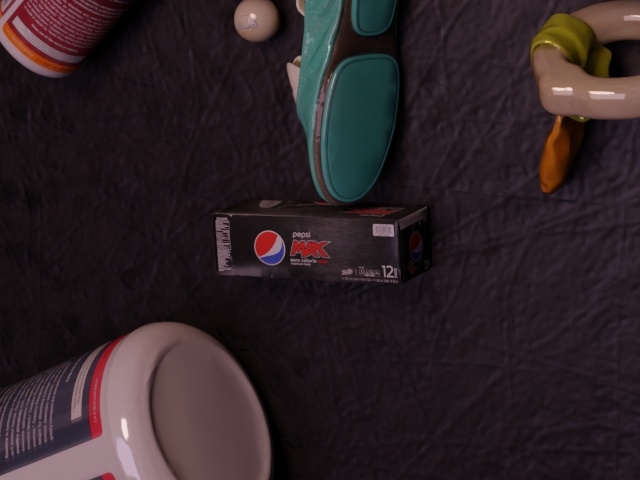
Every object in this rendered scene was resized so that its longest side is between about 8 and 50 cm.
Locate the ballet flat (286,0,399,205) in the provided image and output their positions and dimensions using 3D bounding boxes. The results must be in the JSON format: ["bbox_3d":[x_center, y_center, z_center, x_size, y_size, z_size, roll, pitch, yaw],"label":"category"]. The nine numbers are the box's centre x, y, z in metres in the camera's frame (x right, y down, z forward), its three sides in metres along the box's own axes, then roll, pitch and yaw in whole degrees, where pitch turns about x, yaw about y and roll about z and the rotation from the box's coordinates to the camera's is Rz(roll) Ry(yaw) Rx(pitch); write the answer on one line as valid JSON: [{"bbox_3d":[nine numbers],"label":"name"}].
[{"bbox_3d":[0.016,-0.154,1.289,0.087,0.083,0.247,25,115,48],"label":"ballet flat"}]

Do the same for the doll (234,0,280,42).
[{"bbox_3d":[-0.065,-0.249,1.319,0.129,0.046,0.189,-7,105,21],"label":"doll"}]

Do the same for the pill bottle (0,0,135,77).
[{"bbox_3d":[-0.195,-0.211,1.377,0.152,0.086,0.086,-44,80,30],"label":"pill bottle"}]

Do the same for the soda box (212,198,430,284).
[{"bbox_3d":[0.000,0.000,1.334,0.169,0.060,0.053,3,105,28],"label":"soda box"}]

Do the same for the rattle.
[{"bbox_3d":[0.251,-0.096,1.171,0.200,0.130,0.142,-7,111,4],"label":"rattle"}]

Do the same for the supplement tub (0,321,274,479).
[{"bbox_3d":[-0.194,0.194,1.411,0.272,0.191,0.191,-23,90,31],"label":"supplement tub"}]
